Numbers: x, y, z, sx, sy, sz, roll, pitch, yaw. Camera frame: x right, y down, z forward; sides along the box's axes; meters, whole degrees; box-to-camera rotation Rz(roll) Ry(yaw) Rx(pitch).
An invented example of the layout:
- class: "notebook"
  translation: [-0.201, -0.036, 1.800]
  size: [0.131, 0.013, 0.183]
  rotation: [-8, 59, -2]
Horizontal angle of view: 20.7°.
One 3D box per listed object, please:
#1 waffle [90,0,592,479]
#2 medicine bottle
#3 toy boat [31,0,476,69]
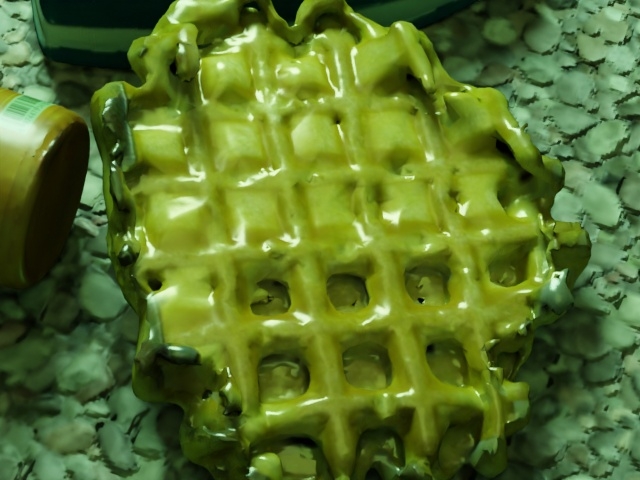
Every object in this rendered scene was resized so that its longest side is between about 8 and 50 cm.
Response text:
- class: "waffle"
  translation: [0.001, -0.001, 0.877]
  size: [0.280, 0.060, 0.262]
  rotation: [36, 63, 3]
- class: "medicine bottle"
  translation: [-0.221, -0.047, 0.885]
  size: [0.191, 0.096, 0.096]
  rotation: [18, 61, 6]
- class: "toy boat"
  translation: [-0.014, -0.159, 0.981]
  size: [0.299, 0.062, 0.096]
  rotation: [-8, 61, -8]
